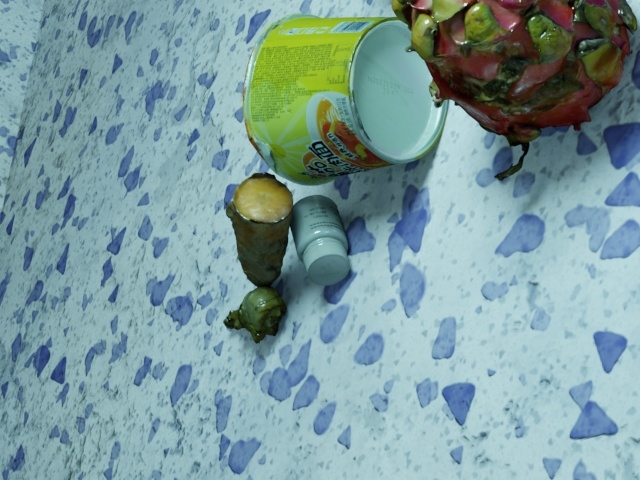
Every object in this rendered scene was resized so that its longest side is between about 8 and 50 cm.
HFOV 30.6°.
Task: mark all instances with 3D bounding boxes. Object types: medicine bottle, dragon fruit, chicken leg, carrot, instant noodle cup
[{"bbox_3d":[0.000,0.000,1.776,0.080,0.080,0.130,-48,38,29],"label":"medicine bottle"},{"bbox_3d":[0.218,-0.261,1.413,0.269,0.291,0.250,-46,43,34],"label":"dragon fruit"},{"bbox_3d":[-0.113,0.124,1.891,0.178,0.070,0.093,-18,63,60],"label":"chicken leg"},{"bbox_3d":[-0.089,0.006,1.826,0.263,0.102,0.102,95,175,-57],"label":"carrot"},{"bbox_3d":[0.048,-0.210,1.695,0.200,0.264,0.264,0,71,47],"label":"instant noodle cup"}]
